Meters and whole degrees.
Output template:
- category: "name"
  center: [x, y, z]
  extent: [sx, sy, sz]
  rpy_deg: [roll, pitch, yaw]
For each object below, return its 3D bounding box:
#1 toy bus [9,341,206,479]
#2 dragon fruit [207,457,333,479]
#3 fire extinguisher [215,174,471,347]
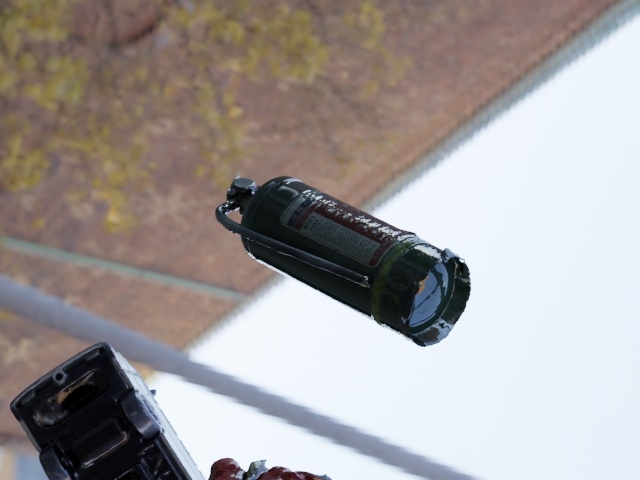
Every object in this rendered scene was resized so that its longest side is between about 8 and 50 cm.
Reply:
- category: "toy bus"
  center: [-0.211, 0.280, 2.014]
  extent: [0.143, 0.305, 0.179]
  rpy_deg: [-35, 169, 1]
- category: "dragon fruit"
  center: [-0.021, 0.290, 1.222]
  extent: [0.198, 0.269, 0.200]
  rpy_deg: [-24, -159, 29]
- category: "fire extinguisher"
  center: [0.000, 0.000, 1.636]
  extent: [0.294, 0.118, 0.093]
  rpy_deg: [27, -56, 34]
